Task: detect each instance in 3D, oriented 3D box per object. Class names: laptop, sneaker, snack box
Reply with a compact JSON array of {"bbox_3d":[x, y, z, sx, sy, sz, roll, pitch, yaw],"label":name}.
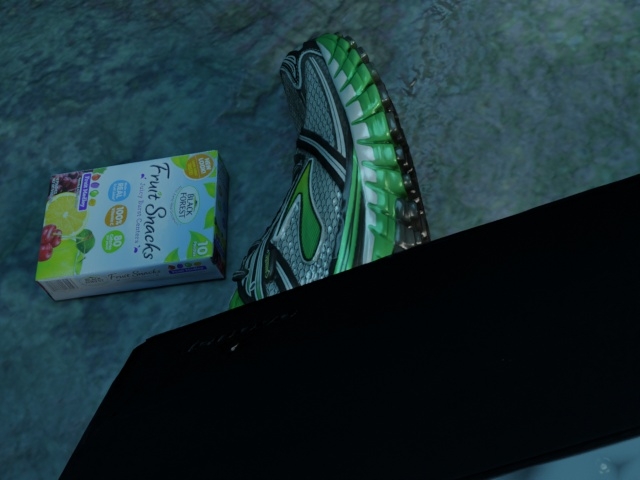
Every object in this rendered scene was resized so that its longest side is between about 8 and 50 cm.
[{"bbox_3d":[0.081,0.163,0.444,0.382,0.236,0.408,-19,72,11],"label":"laptop"},{"bbox_3d":[0.000,0.000,0.696,0.146,0.134,0.343,-11,57,8],"label":"sneaker"},{"bbox_3d":[-0.144,-0.012,0.799,0.141,0.037,0.100,-7,58,10],"label":"snack box"}]
